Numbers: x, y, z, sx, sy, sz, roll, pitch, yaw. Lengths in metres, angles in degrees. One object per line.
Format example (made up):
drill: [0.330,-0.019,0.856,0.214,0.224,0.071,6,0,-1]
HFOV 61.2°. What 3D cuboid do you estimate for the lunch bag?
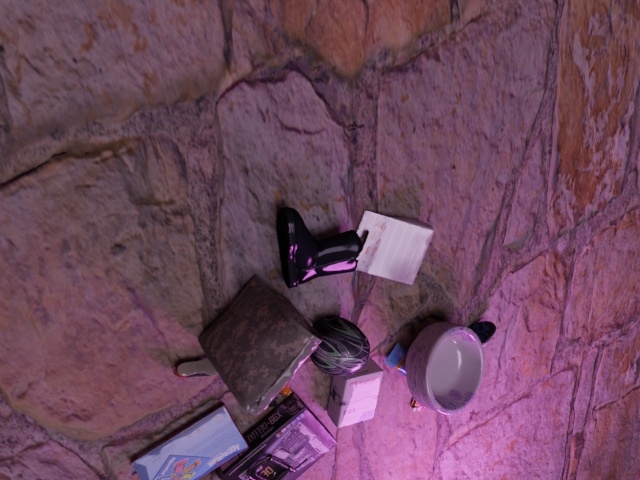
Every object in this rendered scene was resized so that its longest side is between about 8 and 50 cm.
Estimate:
lunch bag: [-0.134,0.261,1.322,0.235,0.287,0.169,-48,127,-1]

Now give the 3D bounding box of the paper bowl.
paper bowl: [0.388,0.404,1.752,0.284,0.148,0.284,-3,95,-35]

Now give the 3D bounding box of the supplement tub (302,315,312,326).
supplement tub: [-0.071,0.266,1.496,0.071,0.071,0.107,10,109,-33]

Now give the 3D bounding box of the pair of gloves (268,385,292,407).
pair of gloves: [-0.129,0.456,1.598,0.083,0.010,0.074,-40,127,-5]

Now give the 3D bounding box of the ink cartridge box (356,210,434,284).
ink cartridge box: [0.192,0.015,1.545,0.224,0.056,0.181,15,107,-15]

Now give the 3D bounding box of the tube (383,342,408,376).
tube: [0.289,0.419,1.801,0.207,0.052,0.080,43,76,-33]

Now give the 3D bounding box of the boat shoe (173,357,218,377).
boat shoe: [-0.313,0.335,1.411,0.137,0.049,0.043,1,156,-33]

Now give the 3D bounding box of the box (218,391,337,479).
box: [-0.128,0.643,1.653,0.307,0.076,0.242,-38,127,-8]

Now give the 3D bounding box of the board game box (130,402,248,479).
board game box: [-0.356,0.584,1.486,0.281,0.027,0.145,-29,97,-14]

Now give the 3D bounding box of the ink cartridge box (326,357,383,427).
ink cartridge box: [0.108,0.478,1.701,0.139,0.082,0.191,-5,115,-28]

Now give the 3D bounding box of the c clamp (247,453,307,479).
c clamp: [-0.135,0.674,1.606,0.137,0.022,0.160,-46,130,5]

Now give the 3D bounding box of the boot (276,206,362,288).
boot: [0.000,0.000,1.382,0.207,0.094,0.247,-16,128,-18]

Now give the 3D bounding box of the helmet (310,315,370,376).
helmet: [0.051,0.304,1.528,0.169,0.161,0.169,-13,120,-24]

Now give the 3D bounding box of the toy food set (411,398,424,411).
toy food set: [0.362,0.579,1.938,0.083,0.020,0.083,7,110,-33]

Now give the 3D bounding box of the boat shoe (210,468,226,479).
boat shoe: [-0.277,0.771,1.632,0.081,0.079,0.227,-41,131,-11]

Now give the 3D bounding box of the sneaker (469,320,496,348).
sneaker: [0.534,0.367,1.903,0.211,0.080,0.081,-44,144,2]
